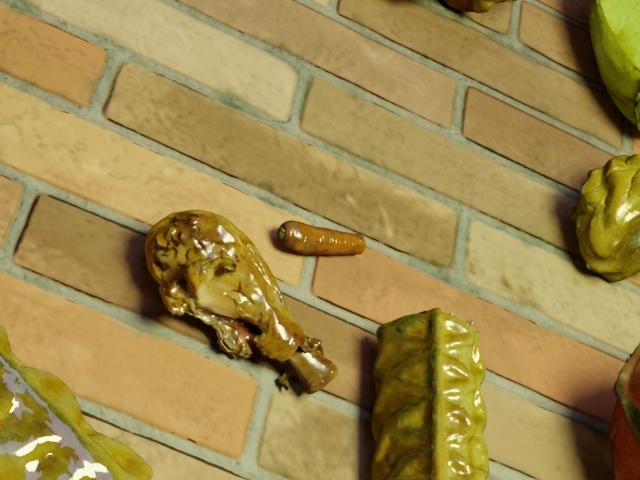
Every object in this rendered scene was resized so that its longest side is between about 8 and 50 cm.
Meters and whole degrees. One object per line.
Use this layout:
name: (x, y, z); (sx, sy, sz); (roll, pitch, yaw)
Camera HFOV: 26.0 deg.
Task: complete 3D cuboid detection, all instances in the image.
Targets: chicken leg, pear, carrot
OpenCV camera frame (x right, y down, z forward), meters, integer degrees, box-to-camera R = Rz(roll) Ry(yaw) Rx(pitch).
chicken leg: (-0.069, 0.056, 1.217); (0.207, 0.085, 0.101); (46, 12, -1)
pear: (0.419, -0.262, 1.711); (0.238, 0.164, 0.255); (-27, 55, -10)
carrot: (0.000, 0.000, 1.339); (0.093, 0.032, 0.032); (8, 53, -33)

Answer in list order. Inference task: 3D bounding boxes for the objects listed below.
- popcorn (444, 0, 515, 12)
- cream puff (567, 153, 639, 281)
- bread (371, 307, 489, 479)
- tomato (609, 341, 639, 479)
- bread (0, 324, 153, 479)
popcorn: (0.174, -0.403, 1.634); (0.265, 0.225, 0.332); (29, 34, -2)
cream puff: (0.327, -0.037, 1.506); (0.146, 0.146, 0.116); (-6, 39, -34)
bread: (0.097, 0.184, 1.215); (0.098, 0.087, 0.269); (19, 48, -19)
tomato: (0.386, 0.207, 1.320); (0.309, 0.170, 0.309); (-1, 93, -25)
bread: (-0.233, 0.155, 1.011); (0.267, 0.130, 0.152); (42, 41, 3)
